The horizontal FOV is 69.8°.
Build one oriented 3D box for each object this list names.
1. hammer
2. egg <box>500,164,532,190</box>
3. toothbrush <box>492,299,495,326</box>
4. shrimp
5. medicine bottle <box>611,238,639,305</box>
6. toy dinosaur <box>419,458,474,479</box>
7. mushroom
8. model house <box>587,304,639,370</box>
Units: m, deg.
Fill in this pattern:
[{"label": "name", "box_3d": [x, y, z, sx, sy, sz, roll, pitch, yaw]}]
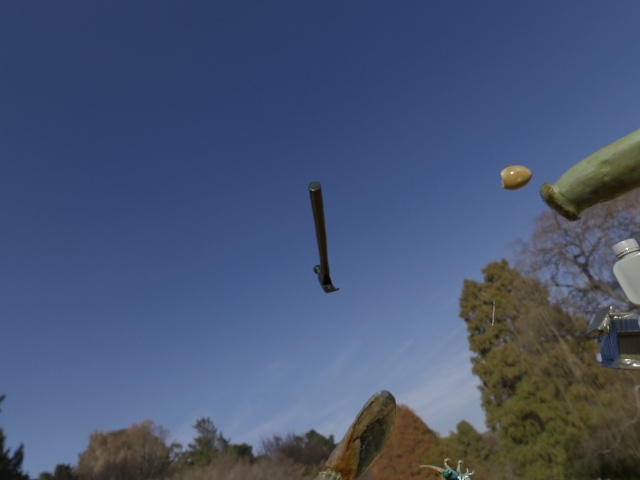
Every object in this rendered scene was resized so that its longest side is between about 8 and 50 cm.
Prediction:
[{"label": "hammer", "box_3d": [0.000, 0.000, 1.493, 0.044, 0.168, 0.440, -18, -48, -12]}, {"label": "egg", "box_3d": [0.634, -0.204, 1.490, 0.096, 0.080, 0.080, -6, -30, 18]}, {"label": "toothbrush", "box_3d": [0.626, 0.263, 1.657, 0.006, 0.097, 0.008, 5, -22, 20]}, {"label": "shrimp", "box_3d": [0.075, 0.461, 1.031, 0.317, 0.077, 0.168, -34, -54, -38]}, {"label": "medicine bottle", "box_3d": [0.904, 0.089, 1.301, 0.119, 0.183, 0.069, -33, -29, 31]}, {"label": "toy dinosaur", "box_3d": [0.403, 0.734, 1.415, 0.187, 0.106, 0.044, -15, -50, 14]}, {"label": "mushroom", "box_3d": [0.546, -0.134, 0.819, 0.100, 0.081, 0.312, 40, -43, -12]}, {"label": "model house", "box_3d": [0.813, 0.267, 1.237, 0.122, 0.188, 0.229, -14, -16, 8]}]
